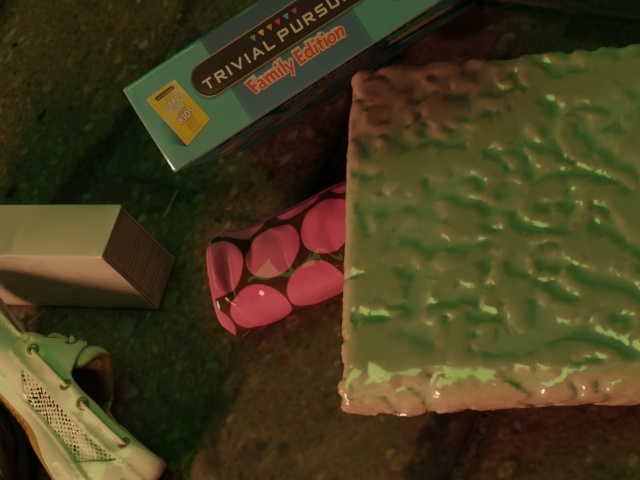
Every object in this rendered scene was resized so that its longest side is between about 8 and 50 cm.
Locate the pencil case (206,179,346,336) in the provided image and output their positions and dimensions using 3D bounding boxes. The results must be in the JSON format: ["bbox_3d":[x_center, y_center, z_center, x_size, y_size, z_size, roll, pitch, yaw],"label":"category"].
[{"bbox_3d":[0.000,0.000,1.619,0.209,0.095,0.098,-25,86,13],"label":"pencil case"}]

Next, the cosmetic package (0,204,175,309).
[{"bbox_3d":[-0.259,0.013,1.763,0.239,0.099,0.060,1,59,31],"label":"cosmetic package"}]

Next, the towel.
[{"bbox_3d":[0.182,-0.011,1.480,0.332,0.053,0.317,-4,56,8],"label":"towel"}]

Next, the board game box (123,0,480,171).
[{"bbox_3d":[-0.002,-0.165,1.587,0.254,0.336,0.079,-32,90,9],"label":"board game box"}]

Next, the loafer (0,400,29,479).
[{"bbox_3d":[-0.290,0.244,1.624,0.094,0.087,0.251,-25,59,16],"label":"loafer"}]

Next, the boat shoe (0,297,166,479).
[{"bbox_3d":[-0.218,0.128,1.668,0.096,0.098,0.277,-42,57,1],"label":"boat shoe"}]
